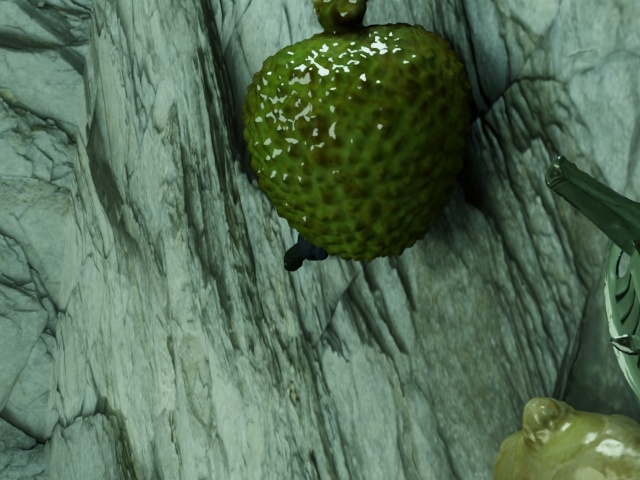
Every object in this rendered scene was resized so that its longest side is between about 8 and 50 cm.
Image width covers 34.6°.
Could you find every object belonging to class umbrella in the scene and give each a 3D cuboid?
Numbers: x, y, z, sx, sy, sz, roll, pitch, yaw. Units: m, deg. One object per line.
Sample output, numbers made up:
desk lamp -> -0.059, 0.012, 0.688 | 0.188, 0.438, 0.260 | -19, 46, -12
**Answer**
umbrella -> -0.002, -0.007, 1.426 | 0.248, 0.071, 0.071 | -31, 64, 59

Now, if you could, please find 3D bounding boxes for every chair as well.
chair -> 0.274, 0.025, 0.743 | 0.191, 0.275, 0.203 | -25, 61, 20

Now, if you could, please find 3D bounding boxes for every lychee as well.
lychee -> 0.041, -0.133, 1.135 | 0.270, 0.270, 0.320 | 50, 169, 51

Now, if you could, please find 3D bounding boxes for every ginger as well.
ginger -> 0.261, 0.219, 0.836 | 0.354, 0.126, 0.190 | 7, 126, 58
